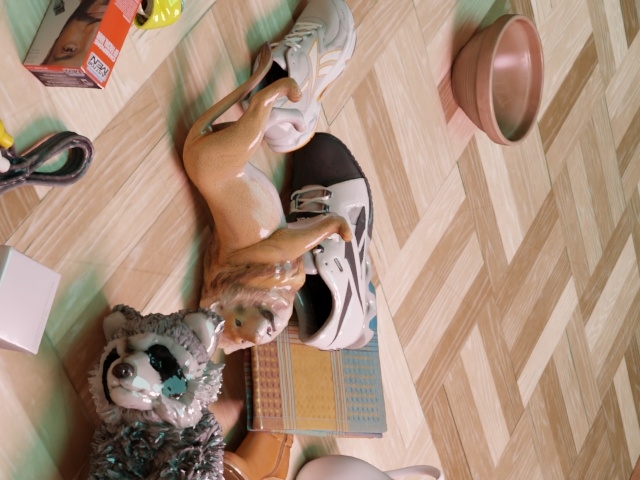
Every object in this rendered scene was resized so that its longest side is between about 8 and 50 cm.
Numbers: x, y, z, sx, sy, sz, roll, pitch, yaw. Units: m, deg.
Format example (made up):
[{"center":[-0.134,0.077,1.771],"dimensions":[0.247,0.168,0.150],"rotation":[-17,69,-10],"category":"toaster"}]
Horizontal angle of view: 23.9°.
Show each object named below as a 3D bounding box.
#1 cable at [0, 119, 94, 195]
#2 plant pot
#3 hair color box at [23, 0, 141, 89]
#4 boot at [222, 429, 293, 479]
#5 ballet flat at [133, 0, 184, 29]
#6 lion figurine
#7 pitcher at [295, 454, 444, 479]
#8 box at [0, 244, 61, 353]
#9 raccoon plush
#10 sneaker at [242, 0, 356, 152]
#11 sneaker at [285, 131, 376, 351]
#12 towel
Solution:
[{"center":[-0.346,-0.076,1.722],"dimensions":[0.287,0.072,0.140],"rotation":[11,92,-60],"category":"cable"},{"center":[0.311,-0.292,2.746],"dimensions":[0.237,0.109,0.237],"rotation":[-15,108,-57],"category":"plant pot"},{"center":[-0.273,-0.263,1.786],"dimensions":[0.053,0.093,0.167],"rotation":[45,57,-52],"category":"hair color box"},{"center":[-0.099,0.298,2.223],"dimensions":[0.197,0.072,0.152],"rotation":[54,48,-58],"category":"boot"},{"center":[-0.225,-0.367,1.873],"dimensions":[0.077,0.077,0.231],"rotation":[-32,126,-33],"category":"ballet flat"},{"center":[-0.102,-0.052,2.074],"dimensions":[0.142,0.240,0.392],"rotation":[-129,-162,-75],"category":"lion figurine"},{"center":[0.078,0.397,2.398],"dimensions":[0.177,0.207,0.126],"rotation":[-35,125,-52],"category":"pitcher"},{"center":[-0.365,0.063,1.702],"dimensions":[0.102,0.087,0.101],"rotation":[37,65,-56],"category":"box"},{"center":[-0.211,0.270,1.994],"dimensions":[0.446,0.216,0.299],"rotation":[99,-4,-67],"category":"raccoon plush"},{"center":[-0.033,-0.265,2.192],"dimensions":[0.121,0.099,0.263],"rotation":[44,57,-48],"category":"sneaker"},{"center":[0.000,0.000,2.229],"dimensions":[0.146,0.122,0.331],"rotation":[-3,82,-56],"category":"sneaker"},{"center":[-0.011,0.166,2.319],"dimensions":[0.370,0.040,0.272],"rotation":[13,69,-57],"category":"towel"}]
